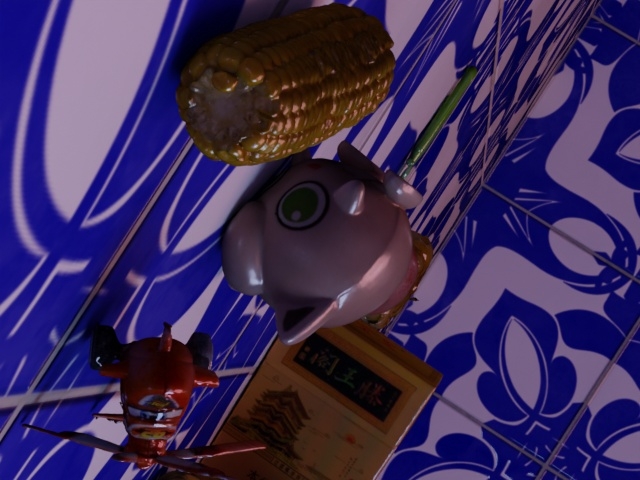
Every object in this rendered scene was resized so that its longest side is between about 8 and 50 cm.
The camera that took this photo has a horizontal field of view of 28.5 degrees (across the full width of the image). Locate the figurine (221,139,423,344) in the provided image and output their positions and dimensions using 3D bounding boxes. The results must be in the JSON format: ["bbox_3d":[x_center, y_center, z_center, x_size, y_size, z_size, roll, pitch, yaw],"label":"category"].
[{"bbox_3d":[0.000,0.000,0.857,0.138,0.125,0.125,-44,172,-1],"label":"figurine"}]

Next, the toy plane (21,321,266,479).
[{"bbox_3d":[-0.089,0.086,0.707,0.194,0.126,0.077,44,51,-81],"label":"toy plane"}]

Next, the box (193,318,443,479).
[{"bbox_3d":[-0.011,0.216,1.395,0.274,0.174,0.076,-58,173,12],"label":"box"}]

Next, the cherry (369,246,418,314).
[{"bbox_3d":[0.069,0.036,1.490,0.106,0.087,0.126,-60,176,-13],"label":"cherry"}]

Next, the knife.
[{"bbox_3d":[0.125,-0.118,1.488,0.212,0.015,0.054,-56,173,-8],"label":"knife"}]

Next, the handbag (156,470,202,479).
[{"bbox_3d":[-0.157,0.444,1.187,0.401,0.133,0.283,-56,147,-16],"label":"handbag"}]

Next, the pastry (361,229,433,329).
[{"bbox_3d":[0.095,0.051,1.736,0.153,0.081,0.153,-45,164,-17],"label":"pastry"}]

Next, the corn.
[{"bbox_3d":[-0.010,-0.080,0.628,0.068,0.068,0.207,-61,172,22],"label":"corn"}]
